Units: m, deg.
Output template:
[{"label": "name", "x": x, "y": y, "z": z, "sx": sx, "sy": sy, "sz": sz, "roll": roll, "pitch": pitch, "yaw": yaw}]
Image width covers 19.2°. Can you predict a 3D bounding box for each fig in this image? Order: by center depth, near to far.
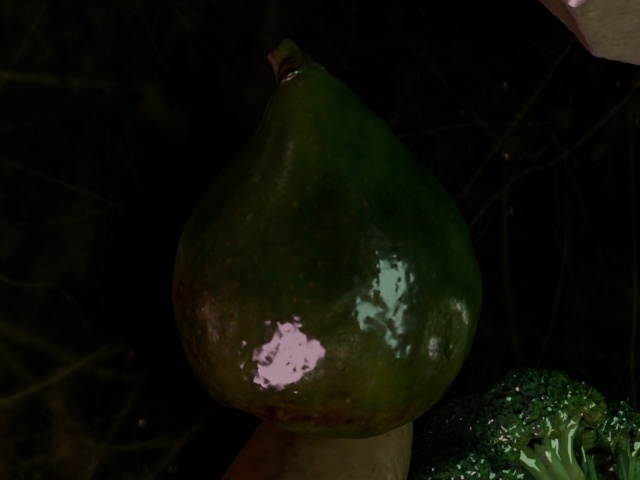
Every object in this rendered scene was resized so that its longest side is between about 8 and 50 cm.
[{"label": "fig", "x": 0.000, "y": 0.000, "z": 1.180, "sx": 0.195, "sy": 0.195, "sz": 0.245, "roll": -27, "pitch": 121, "yaw": -43}]

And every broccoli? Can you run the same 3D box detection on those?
[{"label": "broccoli", "x": 0.175, "y": 0.222, "z": 1.356, "sx": 0.269, "sy": 0.269, "sz": 0.254, "roll": -49, "pitch": 148, "yaw": -32}]

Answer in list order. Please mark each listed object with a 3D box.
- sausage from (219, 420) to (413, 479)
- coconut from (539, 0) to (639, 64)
[{"label": "sausage", "x": -0.071, "y": 0.267, "z": 1.178, "sx": 0.123, "sy": 0.136, "sz": 0.501, "roll": 46, "pitch": 60, "yaw": -18}, {"label": "coconut", "x": 0.241, "y": -0.301, "z": 1.292, "sx": 0.415, "sy": 0.415, "sz": 0.344, "roll": -62, "pitch": 159, "yaw": -22}]
